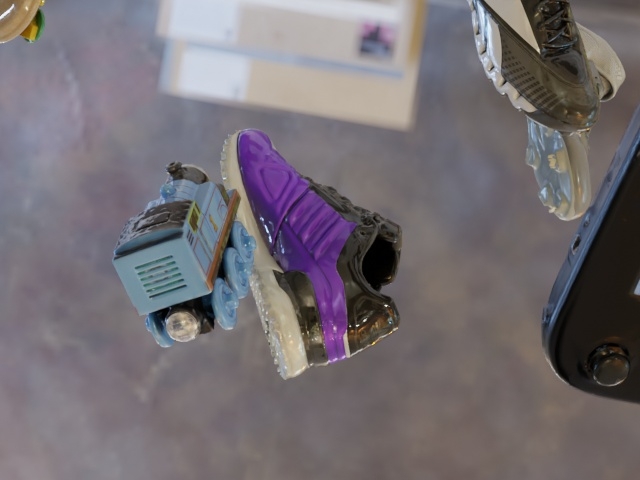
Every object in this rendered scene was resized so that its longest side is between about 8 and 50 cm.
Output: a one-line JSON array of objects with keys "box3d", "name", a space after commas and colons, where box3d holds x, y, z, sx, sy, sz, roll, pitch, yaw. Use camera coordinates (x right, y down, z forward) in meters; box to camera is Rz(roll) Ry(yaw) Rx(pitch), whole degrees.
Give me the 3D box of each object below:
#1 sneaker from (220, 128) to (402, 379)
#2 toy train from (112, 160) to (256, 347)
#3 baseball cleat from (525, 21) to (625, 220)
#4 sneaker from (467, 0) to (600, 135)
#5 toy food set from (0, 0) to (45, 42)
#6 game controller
[{"box3d": [0.000, 0.001, 1.834, 0.146, 0.293, 0.102, -15, 137, -4], "name": "sneaker"}, {"box3d": [-0.104, 0.007, 1.573, 0.080, 0.105, 0.184, -16, -156, 15], "name": "toy train"}, {"box3d": [0.219, -0.112, 1.697, 0.109, 0.206, 0.072, -3, 153, -20], "name": "baseball cleat"}, {"box3d": [0.163, -0.193, 1.565, 0.078, 0.234, 0.106, -7, 148, -28], "name": "sneaker"}, {"box3d": [-0.192, -0.160, 1.226, 0.020, 0.082, 0.083, 7, -167, -45], "name": "toy food set"}, {"box3d": [0.238, -0.040, 1.048, 0.166, 0.319, 0.067, 16, -150, -10], "name": "game controller"}]
